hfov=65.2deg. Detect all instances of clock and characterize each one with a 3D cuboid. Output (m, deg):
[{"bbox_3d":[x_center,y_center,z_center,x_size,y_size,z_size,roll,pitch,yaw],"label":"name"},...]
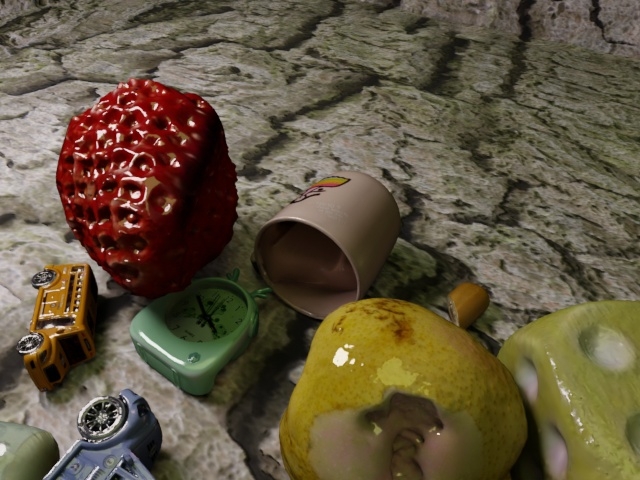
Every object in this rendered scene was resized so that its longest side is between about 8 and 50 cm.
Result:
[{"bbox_3d":[-0.169,0.124,0.773,0.159,0.066,0.211,28,47,26],"label":"clock"}]

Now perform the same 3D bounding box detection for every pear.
[{"bbox_3d":[0.088,0.199,0.562,0.271,0.271,0.271,1,41,-1],"label":"pear"}]

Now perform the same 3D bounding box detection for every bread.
[{"bbox_3d":[0.232,0.108,0.823,0.103,0.049,0.062,-31,51,-34],"label":"bread"}]

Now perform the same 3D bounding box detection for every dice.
[{"bbox_3d":[0.333,0.220,0.558,0.233,0.238,0.227,0,42,-3],"label":"dice"}]

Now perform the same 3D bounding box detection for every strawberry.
[{"bbox_3d":[-0.267,-0.058,0.764,0.295,0.318,0.345,24,24,-20],"label":"strawberry"}]

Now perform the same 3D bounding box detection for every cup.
[{"bbox_3d":[0.000,0.000,0.855,0.252,0.192,0.200,-10,26,39],"label":"cup"}]

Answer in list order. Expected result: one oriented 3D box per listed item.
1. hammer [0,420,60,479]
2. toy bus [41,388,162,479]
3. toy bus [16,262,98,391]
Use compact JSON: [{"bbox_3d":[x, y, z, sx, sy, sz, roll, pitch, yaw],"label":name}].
[{"bbox_3d":[-0.420,0.331,0.505,0.201,0.113,0.306,4,47,6],"label":"hammer"},{"bbox_3d":[-0.254,0.308,0.516,0.133,0.126,0.292,24,47,14],"label":"toy bus"},{"bbox_3d":[-0.384,0.123,0.749,0.088,0.083,0.195,-8,42,-13],"label":"toy bus"}]
